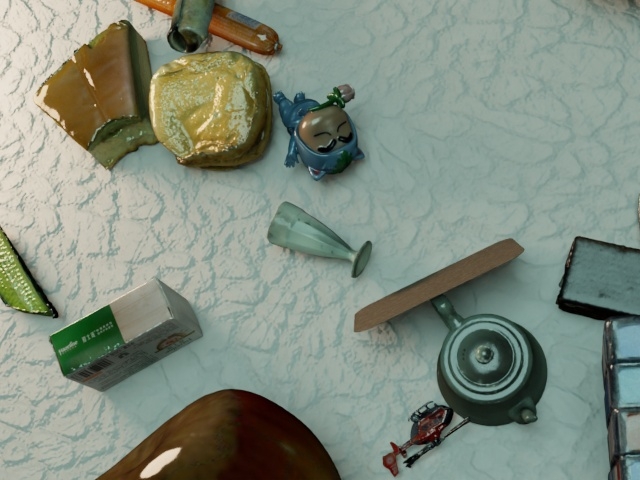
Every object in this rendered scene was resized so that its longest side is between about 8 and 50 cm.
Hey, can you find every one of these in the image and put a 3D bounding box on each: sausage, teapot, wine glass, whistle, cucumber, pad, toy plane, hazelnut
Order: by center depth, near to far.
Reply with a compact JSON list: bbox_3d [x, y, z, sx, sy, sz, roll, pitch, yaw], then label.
[{"bbox_3d":[-0.157,0.406,1.411,0.409,0.359,0.359,-44,68,7],"label":"hazelnut"},{"bbox_3d":[0.230,0.166,1.487,0.162,0.149,0.239,-36,69,2],"label":"teapot"},{"bbox_3d":[0.148,0.283,1.523,0.145,0.037,0.060,-38,59,7],"label":"toy plane"},{"bbox_3d":[0.168,0.063,1.529,0.266,0.176,0.002,-26,95,5],"label":"pad"},{"bbox_3d":[0.000,0.000,1.642,0.155,0.073,0.073,24,80,16],"label":"wine glass"},{"bbox_3d":[-0.513,0.067,1.763,0.070,0.046,0.220,-39,66,2],"label":"cucumber"},{"bbox_3d":[-0.203,-0.452,1.798,0.068,0.057,0.326,16,53,-10],"label":"whistle"},{"bbox_3d":[-0.211,-0.398,1.827,0.348,0.053,0.053,26,81,20],"label":"sausage"}]

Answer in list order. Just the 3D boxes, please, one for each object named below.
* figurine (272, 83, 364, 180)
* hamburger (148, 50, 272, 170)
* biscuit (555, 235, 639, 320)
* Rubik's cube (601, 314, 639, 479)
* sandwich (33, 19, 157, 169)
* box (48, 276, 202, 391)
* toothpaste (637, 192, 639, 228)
[{"bbox_3d":[-0.008,-0.192,1.671,0.114,0.144,0.178,-16,50,-29],"label":"figurine"},{"bbox_3d":[-0.180,-0.217,1.723,0.214,0.108,0.213,-4,79,20],"label":"hamburger"},{"bbox_3d":[0.472,0.072,1.497,0.252,0.070,0.106,12,77,18],"label":"biscuit"},{"bbox_3d":[0.508,0.249,1.314,0.287,0.293,0.291,-5,70,13],"label":"Rubik's cube"},{"bbox_3d":[-0.344,-0.249,1.786,0.186,0.108,0.220,40,83,22],"label":"sandwich"},{"bbox_3d":[-0.301,0.150,1.633,0.199,0.135,0.081,-27,68,4],"label":"box"},{"bbox_3d":[0.658,-0.041,1.493,0.392,0.061,0.098,-6,77,15],"label":"toothpaste"}]
